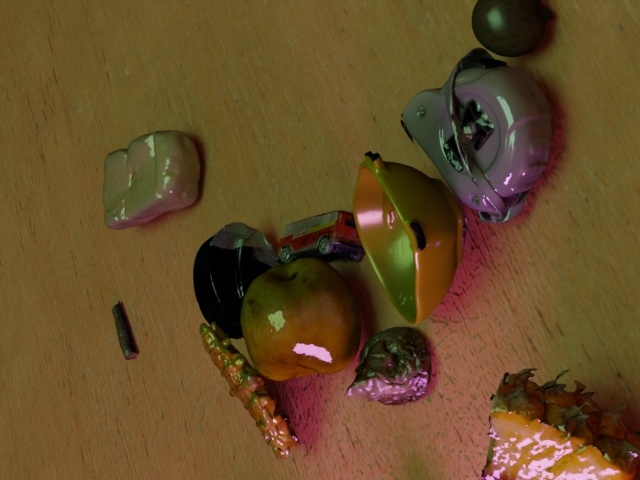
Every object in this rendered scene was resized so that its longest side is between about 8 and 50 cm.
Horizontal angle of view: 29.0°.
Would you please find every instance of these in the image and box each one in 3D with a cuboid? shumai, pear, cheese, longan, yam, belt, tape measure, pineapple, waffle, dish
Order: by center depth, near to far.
[{"bbox_3d":[0.356,0.312,1.560,0.286,0.209,0.344,13,125,20],"label":"pineapple"},{"bbox_3d":[0.268,-0.309,1.737,0.113,0.092,0.113,-7,68,17],"label":"longan"},{"bbox_3d":[0.234,-0.154,1.742,0.236,0.120,0.197,59,137,24],"label":"tape measure"},{"bbox_3d":[0.139,-0.016,1.801,0.262,0.108,0.221,90,155,-57],"label":"dish"},{"bbox_3d":[0.105,0.191,1.892,0.139,0.105,0.123,1,84,24],"label":"shumai"},{"bbox_3d":[-0.033,0.128,1.976,0.200,0.200,0.200,-6,83,49],"label":"pear"},{"bbox_3d":[-0.127,0.244,2.072,0.059,0.237,0.243,-37,46,-10],"label":"waffle"},{"bbox_3d":[-0.138,0.066,2.136,0.078,0.151,0.198,-34,63,51],"label":"belt"},{"bbox_3d":[-0.333,-0.120,2.423,0.263,0.093,0.159,-19,75,46],"label":"cheese"},{"bbox_3d":[-0.405,0.183,2.530,0.033,0.027,0.129,-47,53,35],"label":"yam"}]

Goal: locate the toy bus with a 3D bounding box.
[{"bbox_3d":[0.000,0.000,2.038,0.174,0.079,0.077,-14,68,49],"label":"toy bus"}]
